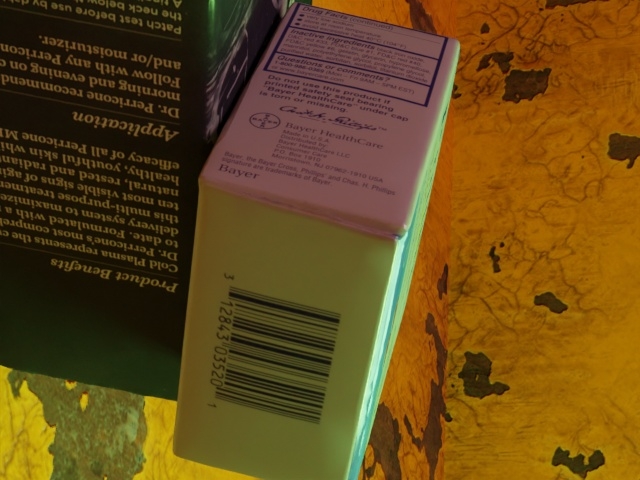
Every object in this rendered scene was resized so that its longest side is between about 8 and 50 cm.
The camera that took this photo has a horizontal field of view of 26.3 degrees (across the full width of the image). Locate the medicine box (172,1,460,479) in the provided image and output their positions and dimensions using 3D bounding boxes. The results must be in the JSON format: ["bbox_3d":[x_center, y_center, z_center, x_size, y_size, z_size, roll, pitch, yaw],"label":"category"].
[{"bbox_3d":[0.000,0.000,1.078,0.289,0.149,0.263,-68,170,-53],"label":"medicine box"}]

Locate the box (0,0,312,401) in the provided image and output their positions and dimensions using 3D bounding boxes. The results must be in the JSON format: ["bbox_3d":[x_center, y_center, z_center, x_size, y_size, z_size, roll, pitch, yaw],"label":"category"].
[{"bbox_3d":[-0.176,-0.205,1.176,0.472,0.297,0.480,99,4,-47],"label":"box"}]
